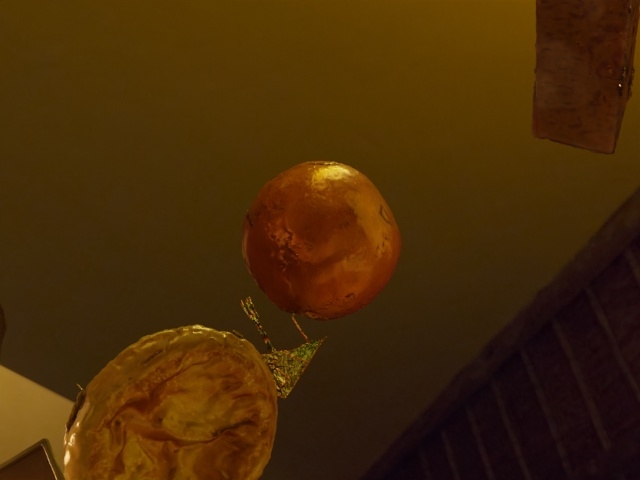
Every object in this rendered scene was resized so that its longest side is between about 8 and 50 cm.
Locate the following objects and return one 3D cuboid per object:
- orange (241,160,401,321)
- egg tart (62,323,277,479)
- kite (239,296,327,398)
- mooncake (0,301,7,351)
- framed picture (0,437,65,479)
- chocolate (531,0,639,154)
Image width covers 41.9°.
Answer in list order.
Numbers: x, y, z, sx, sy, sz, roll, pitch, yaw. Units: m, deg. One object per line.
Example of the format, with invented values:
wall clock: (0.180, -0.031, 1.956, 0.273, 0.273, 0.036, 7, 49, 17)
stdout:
orange: (0.000, 0.000, 1.237, 0.240, 0.240, 0.240, -12, -122, 19)
egg tart: (-0.218, 0.271, 1.216, 0.132, 0.341, 0.341, 10, -115, 53)
kite: (-0.090, 0.178, 1.447, 0.198, 0.006, 0.244, -17, -136, -9)
mooncake: (-0.679, 0.153, 1.142, 0.467, 0.467, 0.262, -8, -126, 22)
framed picture: (-0.432, 0.419, 1.237, 0.150, 0.015, 0.203, -32, -112, 1)
chocolate: (0.290, -0.248, 0.910, 0.112, 0.321, 0.112, 11, -128, 21)
